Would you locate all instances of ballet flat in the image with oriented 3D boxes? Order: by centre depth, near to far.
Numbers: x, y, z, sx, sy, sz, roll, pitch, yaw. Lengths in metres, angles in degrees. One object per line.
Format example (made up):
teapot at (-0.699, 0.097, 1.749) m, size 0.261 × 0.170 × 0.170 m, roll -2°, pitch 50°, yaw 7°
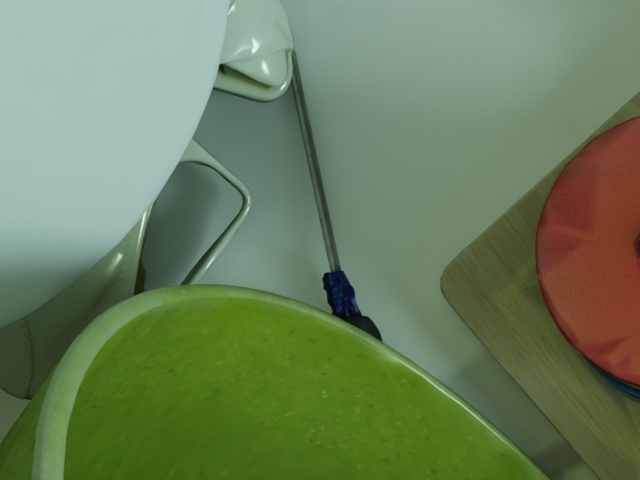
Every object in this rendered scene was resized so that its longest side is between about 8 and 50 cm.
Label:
ballet flat at (-0.055, -0.050, 0.589) m, size 0.086 × 0.086 × 0.248 m, roll 22°, pitch 88°, yaw 21°

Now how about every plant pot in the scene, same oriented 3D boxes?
plant pot at (-0.057, 0.209, 0.450) m, size 0.293 × 0.275 × 0.275 m, roll -44°, pitch 69°, yaw 22°

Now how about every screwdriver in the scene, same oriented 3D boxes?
screwdriver at (0.000, 0.000, 0.583) m, size 0.025 × 0.024 × 0.170 m, roll -12°, pitch 72°, yaw -14°

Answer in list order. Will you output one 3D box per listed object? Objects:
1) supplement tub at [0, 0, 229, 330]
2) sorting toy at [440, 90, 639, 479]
supplement tub at (-0.202, -0.125, 0.511) m, size 0.241 × 0.241 × 0.331 m, roll -53°, pitch 47°, yaw 2°
sorting toy at (0.203, 0.018, 0.475) m, size 0.255 × 0.089 × 0.257 m, roll -43°, pitch 70°, yaw 6°
